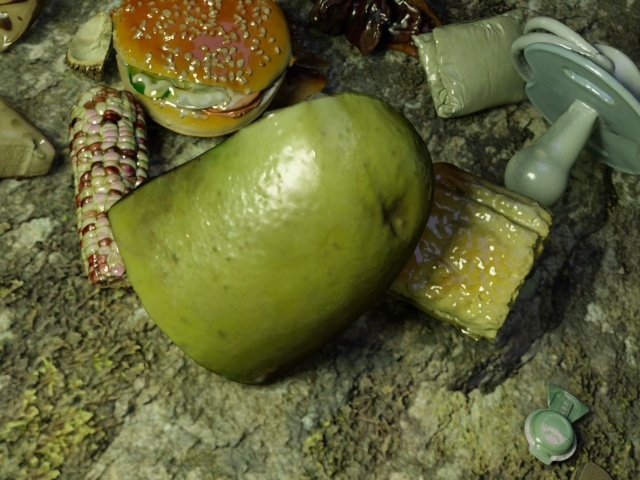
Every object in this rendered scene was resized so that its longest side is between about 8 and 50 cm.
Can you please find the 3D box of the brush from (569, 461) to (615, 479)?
[{"bbox_3d":[0.233,0.370,1.546,0.070,0.065,0.327,43,49,-14],"label":"brush"}]

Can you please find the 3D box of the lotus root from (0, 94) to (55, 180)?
[{"bbox_3d":[-0.444,-0.133,1.633,0.260,0.074,0.170,-8,52,-35],"label":"lotus root"}]

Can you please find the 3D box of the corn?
[{"bbox_3d":[-0.236,-0.059,1.671,0.092,0.092,0.281,8,52,-23],"label":"corn"}]

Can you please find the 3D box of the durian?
[{"bbox_3d":[-0.286,-0.239,1.825,0.052,0.066,0.130,13,36,-19],"label":"durian"}]

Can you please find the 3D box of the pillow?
[{"bbox_3d":[0.220,-0.249,2.084,0.181,0.077,0.134,-15,96,-36],"label":"pillow"}]

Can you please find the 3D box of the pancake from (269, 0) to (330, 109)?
[{"bbox_3d":[-0.100,-0.252,1.945,0.257,0.056,0.212,-7,54,-33],"label":"pancake"}]

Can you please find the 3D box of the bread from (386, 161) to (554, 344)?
[{"bbox_3d":[0.171,-0.007,1.793,0.204,0.163,0.262,22,27,8],"label":"bread"}]

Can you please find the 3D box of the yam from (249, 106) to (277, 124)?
[{"bbox_3d":[-0.048,-0.096,1.817,0.069,0.070,0.146,-7,53,-34],"label":"yam"}]

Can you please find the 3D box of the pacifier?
[{"bbox_3d":[0.324,-0.148,1.994,0.244,0.299,0.233,32,79,17],"label":"pacifier"}]

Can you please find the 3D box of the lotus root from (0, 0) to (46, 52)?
[{"bbox_3d":[-0.398,-0.289,1.800,0.159,0.095,0.135,-6,27,19],"label":"lotus root"}]

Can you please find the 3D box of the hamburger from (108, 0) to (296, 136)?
[{"bbox_3d":[-0.143,-0.237,1.808,0.236,0.147,0.237,3,70,-8],"label":"hamburger"}]

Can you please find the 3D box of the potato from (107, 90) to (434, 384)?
[{"bbox_3d":[0.000,0.000,1.570,0.330,0.280,0.213,6,56,-44],"label":"potato"}]

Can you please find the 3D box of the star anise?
[{"bbox_3d":[0.070,-0.356,2.093,0.220,0.126,0.190,-10,52,-32],"label":"star anise"}]

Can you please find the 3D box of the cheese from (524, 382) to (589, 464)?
[{"bbox_3d":[0.276,0.217,1.731,0.067,0.026,0.121,35,42,4],"label":"cheese"}]
